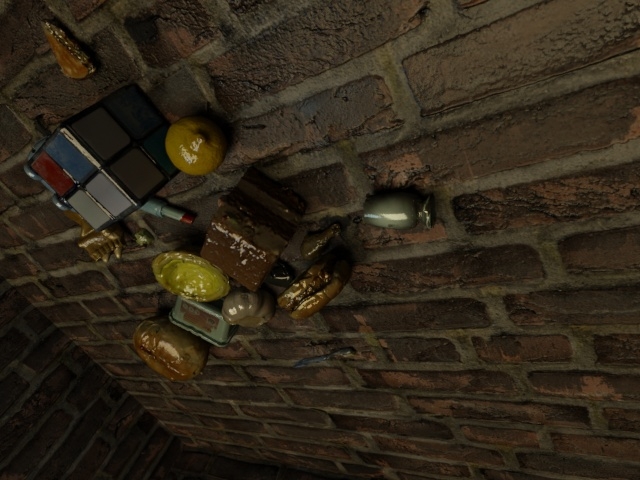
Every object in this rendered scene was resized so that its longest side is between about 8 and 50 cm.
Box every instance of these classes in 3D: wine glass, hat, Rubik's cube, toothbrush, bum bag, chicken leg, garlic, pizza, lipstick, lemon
[{"bbox_3d":[0.229,-0.086,1.247,0.205,0.111,0.111,5,131,21],"label":"wine glass"},{"bbox_3d":[-0.782,-0.007,1.869,0.076,0.059,0.077,-28,108,36],"label":"hat"},{"bbox_3d":[-0.678,-0.264,1.403,0.314,0.318,0.316,-19,118,39],"label":"Rubik's cube"},{"bbox_3d":[0.004,0.554,1.989,0.414,0.035,0.042,-26,116,40],"label":"toothbrush"},{"bbox_3d":[-0.230,0.093,1.664,0.326,0.079,0.142,35,139,-6],"label":"bum bag"},{"bbox_3d":[-0.002,-0.001,1.474,0.069,0.084,0.198,17,138,-37],"label":"chicken leg"},{"bbox_3d":[-0.304,0.275,1.809,0.228,0.152,0.227,-9,138,-8],"label":"garlic"},{"bbox_3d":[-0.803,-0.605,1.348,0.185,0.052,0.195,5,136,32],"label":"pizza"},{"bbox_3d":[-0.617,-0.120,1.679,0.274,0.061,0.068,20,133,10],"label":"lipstick"},{"bbox_3d":[-0.387,-0.294,1.327,0.187,0.187,0.244,50,164,-20],"label":"lemon"}]

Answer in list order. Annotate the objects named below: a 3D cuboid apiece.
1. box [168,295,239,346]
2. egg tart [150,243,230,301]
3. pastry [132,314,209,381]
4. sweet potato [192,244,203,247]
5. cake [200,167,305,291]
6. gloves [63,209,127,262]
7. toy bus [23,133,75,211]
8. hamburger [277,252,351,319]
[{"bbox_3d":[-0.525,0.323,1.967,0.312,0.175,0.182,25,126,4],"label":"box"},{"bbox_3d":[-0.526,0.124,1.767,0.346,0.132,0.345,4,139,4],"label":"egg tart"},{"bbox_3d":[-0.767,0.544,2.219,0.410,0.245,0.409,14,130,17],"label":"pastry"},{"bbox_3d":[-0.565,0.043,1.814,0.179,0.044,0.044,-17,119,35],"label":"sweet potato"},{"bbox_3d":[-0.227,-0.030,1.410,0.256,0.290,0.282,33,139,-2],"label":"cake"},{"bbox_3d":[-0.967,-0.072,1.833,0.203,0.155,0.356,-23,100,32],"label":"gloves"},{"bbox_3d":[-0.915,-0.263,1.598,0.197,0.232,0.294,-35,110,5],"label":"toy bus"},{"bbox_3d":[-0.012,0.155,1.471,0.144,0.283,0.259,46,113,-2],"label":"hamburger"}]
